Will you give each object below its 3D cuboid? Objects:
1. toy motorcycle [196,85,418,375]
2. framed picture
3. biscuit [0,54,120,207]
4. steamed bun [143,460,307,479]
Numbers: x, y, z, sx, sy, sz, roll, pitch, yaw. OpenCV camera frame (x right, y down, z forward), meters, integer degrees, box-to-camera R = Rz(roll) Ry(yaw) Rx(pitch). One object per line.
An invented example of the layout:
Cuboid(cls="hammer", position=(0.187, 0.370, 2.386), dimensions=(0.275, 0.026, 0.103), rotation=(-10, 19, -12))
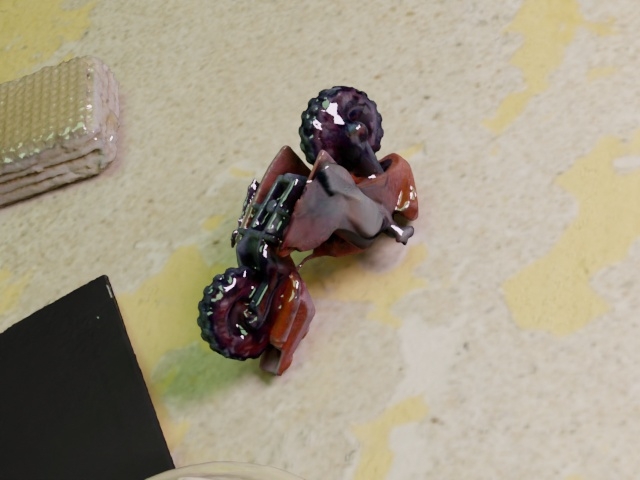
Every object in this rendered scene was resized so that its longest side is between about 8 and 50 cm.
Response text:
Cuboid(cls="toy motorcycle", position=(0.000, 0.000, 1.114), dimensions=(0.084, 0.118, 0.212), rotation=(14, 72, 55))
Cuboid(cls="framed picture", position=(-0.225, 0.172, 1.116), dimensions=(0.244, 0.013, 0.324), rotation=(-32, 37, 1))
Cuboid(cls="biscuit", position=(-0.287, -0.078, 1.360), dimensions=(0.239, 0.062, 0.108), rotation=(-19, 46, 14))
Cuboid(cls="steamed bun", position=(-0.055, 0.259, 0.788), dimensions=(0.206, 0.275, 0.320), rotation=(14, 100, 44))
